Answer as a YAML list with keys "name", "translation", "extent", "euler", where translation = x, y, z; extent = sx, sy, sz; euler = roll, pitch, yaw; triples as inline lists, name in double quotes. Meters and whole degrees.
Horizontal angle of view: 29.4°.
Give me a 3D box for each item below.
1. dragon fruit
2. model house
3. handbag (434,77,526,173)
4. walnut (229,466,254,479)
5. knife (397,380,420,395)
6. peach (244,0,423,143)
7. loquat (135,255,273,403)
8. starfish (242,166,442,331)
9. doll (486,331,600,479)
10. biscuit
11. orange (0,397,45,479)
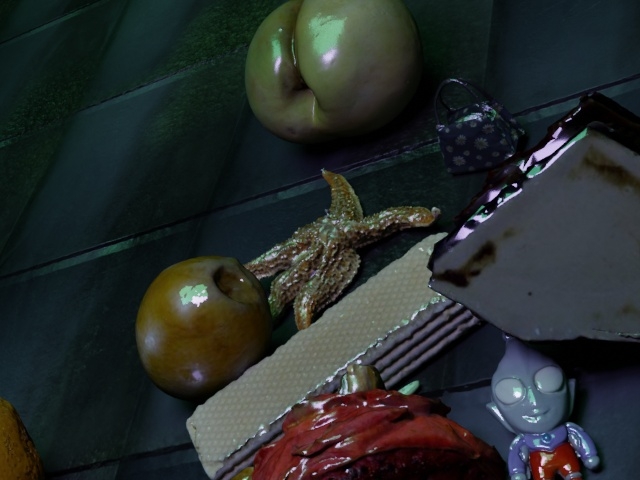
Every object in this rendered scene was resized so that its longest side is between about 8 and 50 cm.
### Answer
- name: "dragon fruit"
  translation: [0.020, 0.218, 1.333]
  extent: [0.317, 0.152, 0.205]
  euler: [-22, 34, -3]
- name: "model house"
  translation: [0.323, 0.002, 1.381]
  extent: [0.317, 0.297, 0.282]
  euler: [-44, 0, 16]
- name: "handbag"
  translation: [0.211, -0.172, 1.707]
  extent: [0.115, 0.139, 0.072]
  euler: [-6, 36, 38]
- name: "walnut"
  translation: [-0.081, 0.342, 1.408]
  extent: [0.143, 0.069, 0.170]
  euler: [1, 44, 37]
- name: "knife"
  translation: [0.038, 0.234, 1.483]
  extent: [0.207, 0.014, 0.030]
  euler: [-38, 36, -1]
- name: "peach"
  translation: [0.025, -0.280, 1.921]
  extent: [0.292, 0.247, 0.292]
  euler: [-35, 6, 4]
- name: "loquat"
  translation: [-0.159, 0.120, 1.624]
  extent: [0.227, 0.179, 0.179]
  euler: [-53, 16, 43]
- name: "starfish"
  translation: [-0.017, 0.015, 1.734]
  extent: [0.293, 0.084, 0.301]
  euler: [-44, 39, -14]
- name: "doll"
  translation: [0.233, 0.183, 1.322]
  extent: [0.102, 0.075, 0.227]
  euler: [-13, 49, 5]
- name: "biscuit"
  translation: [0.025, 0.151, 1.536]
  extent: [0.426, 0.078, 0.144]
  euler: [-36, 33, 0]
- name: "orange"
  translation: [-0.508, 0.328, 1.633]
  extent: [0.274, 0.274, 0.274]
  euler: [-24, 36, 18]
